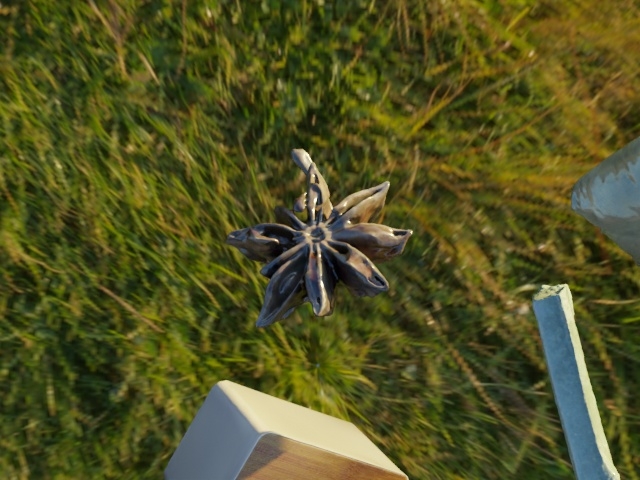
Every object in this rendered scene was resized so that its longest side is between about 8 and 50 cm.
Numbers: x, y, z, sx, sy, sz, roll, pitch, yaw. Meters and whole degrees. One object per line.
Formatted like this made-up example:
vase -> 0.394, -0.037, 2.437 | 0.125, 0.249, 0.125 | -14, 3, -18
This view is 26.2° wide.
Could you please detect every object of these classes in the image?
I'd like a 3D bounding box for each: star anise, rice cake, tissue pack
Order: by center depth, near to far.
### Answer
rice cake -> 0.123, 0.079, 0.650 | 0.022, 0.022, 0.121 | -12, 98, 21
star anise -> 0.000, 0.000, 1.566 | 0.209, 0.089, 0.231 | 9, 55, 15
tissue pack -> -0.044, 0.295, 1.707 | 0.246, 0.136, 0.159 | 23, 101, -36

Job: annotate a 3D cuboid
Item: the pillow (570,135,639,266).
pillow -> 0.366, -0.059, 1.472 | 0.134, 0.181, 0.078 | 29, 40, -25
